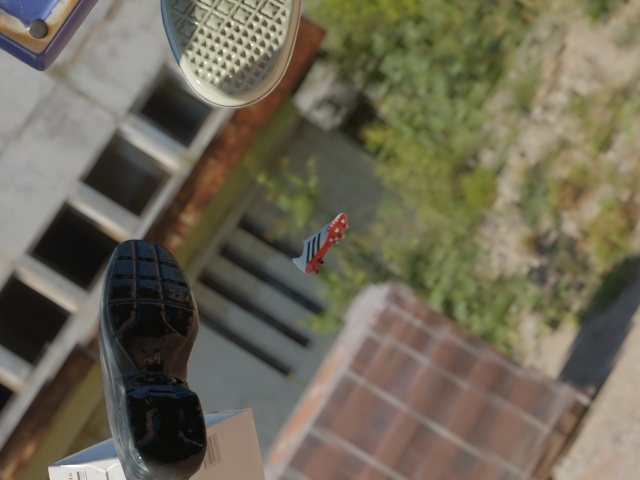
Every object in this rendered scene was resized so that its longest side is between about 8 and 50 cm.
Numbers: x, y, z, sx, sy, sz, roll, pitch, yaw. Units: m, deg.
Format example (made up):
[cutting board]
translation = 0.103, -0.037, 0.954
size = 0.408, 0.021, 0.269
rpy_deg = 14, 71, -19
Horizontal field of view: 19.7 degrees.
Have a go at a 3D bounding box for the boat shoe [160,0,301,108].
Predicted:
[boat shoe]
translation = -0.125, -0.365, 2.431
size = 0.156, 0.187, 0.500
rpy_deg = 81, 177, -56

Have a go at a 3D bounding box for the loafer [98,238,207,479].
[loafer]
translation = -0.107, 0.077, 1.094
size = 0.061, 0.062, 0.170
rpy_deg = 121, 151, -48

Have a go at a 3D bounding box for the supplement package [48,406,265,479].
[supplement package]
translation = -0.184, 0.331, 2.227
size = 0.262, 0.145, 0.204
rpy_deg = -18, -82, -65

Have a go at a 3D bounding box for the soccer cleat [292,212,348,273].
[soccer cleat]
translation = 0.000, 0.000, 2.111
size = 0.083, 0.035, 0.029
rpy_deg = -57, -27, -7

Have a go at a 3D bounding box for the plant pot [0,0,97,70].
[plant pot]
translation = -0.298, -0.314, 1.763
size = 0.236, 0.236, 0.212
rpy_deg = -52, 24, 15
